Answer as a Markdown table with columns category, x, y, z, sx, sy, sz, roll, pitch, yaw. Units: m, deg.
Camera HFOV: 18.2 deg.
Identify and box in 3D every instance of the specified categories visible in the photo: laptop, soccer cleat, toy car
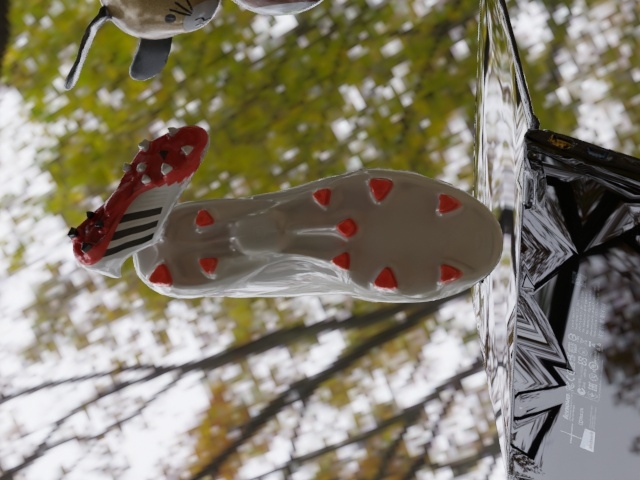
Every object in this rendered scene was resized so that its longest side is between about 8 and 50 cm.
| category | x | y | z | sx | sy | sz | roll | pitch | yaw |
| --- | --- | --- | --- | --- | --- | --- | --- | --- | --- |
| laptop | 0.246 | 0.030 | 1.506 | 0.236 | 0.408 | 0.382 | -48 | -32 | -41 |
| soccer cleat | 0.000 | 0.000 | 1.027 | 0.076 | 0.196 | 0.068 | 11 | -103 | -74 |
| soccer cleat | -0.077 | -0.017 | 0.897 | 0.029 | 0.083 | 0.035 | 46 | -175 | 41 |
| toy car | -0.080 | -0.158 | 1.219 | 0.149 | 0.188 | 0.155 | 50 | -154 | 17 |
